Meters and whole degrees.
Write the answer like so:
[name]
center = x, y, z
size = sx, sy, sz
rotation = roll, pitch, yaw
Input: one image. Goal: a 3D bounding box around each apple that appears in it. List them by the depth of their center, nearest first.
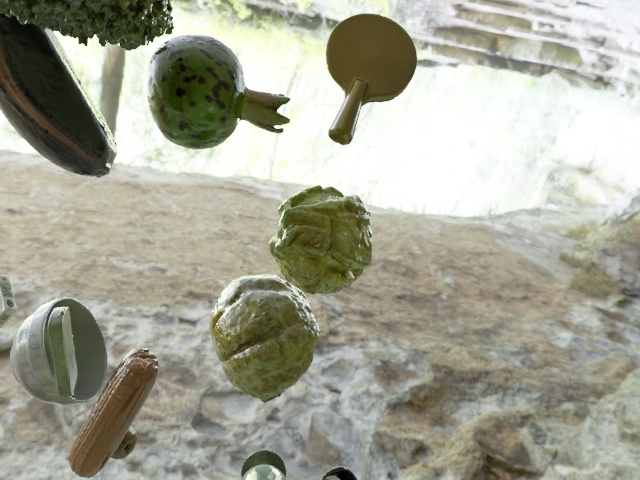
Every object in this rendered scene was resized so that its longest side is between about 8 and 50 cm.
[apple]
center = -0.539, 0.541, 1.379
size = 0.075, 0.089, 0.089
rotation = 5, -163, 24

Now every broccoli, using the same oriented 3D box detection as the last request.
[broccoli]
center = -0.216, -0.311, 0.535
size = 0.180, 0.273, 0.242
rotation = 42, 173, -13

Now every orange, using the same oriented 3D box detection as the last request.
[orange]
center = -0.151, 0.207, 1.318
size = 0.271, 0.210, 0.368
rotation = -18, -148, -10

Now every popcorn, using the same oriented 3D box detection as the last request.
[popcorn]
center = -0.001, 0.000, 0.881
size = 0.167, 0.185, 0.187
rotation = 13, -143, -13

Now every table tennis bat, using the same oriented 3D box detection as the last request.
[table tennis bat]
center = 0.089, -0.341, 1.071
size = 0.199, 0.320, 0.050
rotation = 22, 164, -5

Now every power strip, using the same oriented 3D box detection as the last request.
[power strip]
center = -0.550, 0.245, 1.098
size = 0.029, 0.226, 0.080
rotation = -1, -155, -14

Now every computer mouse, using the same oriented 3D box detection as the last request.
[computer mouse]
center = -0.398, -0.226, 0.705
size = 0.116, 0.323, 0.183
rotation = -30, -151, -15

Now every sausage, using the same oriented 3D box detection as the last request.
[sausage]
center = -0.415, 0.347, 1.031
size = 0.086, 0.289, 0.086
rotation = 32, -175, -3

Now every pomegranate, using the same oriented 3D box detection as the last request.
[pomegranate]
center = -0.221, -0.316, 1.073
size = 0.286, 0.230, 0.231
rotation = -14, -150, -21

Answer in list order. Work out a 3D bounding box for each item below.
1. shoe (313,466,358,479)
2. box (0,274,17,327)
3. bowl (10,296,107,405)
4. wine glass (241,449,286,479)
[shoe]
center = 0.037, 0.499, 0.992
size = 0.108, 0.093, 0.241
rotation = 55, 176, 20
[box]
center = -0.590, 0.112, 0.943
size = 0.024, 0.054, 0.083
rotation = 20, -149, -55
[bowl]
center = -0.715, 0.310, 1.380
size = 0.144, 0.286, 0.287
rotation = -18, -158, 4
[wine glass]
center = -0.101, 0.441, 0.899
size = 0.093, 0.092, 0.202
rotation = 10, 171, -4
